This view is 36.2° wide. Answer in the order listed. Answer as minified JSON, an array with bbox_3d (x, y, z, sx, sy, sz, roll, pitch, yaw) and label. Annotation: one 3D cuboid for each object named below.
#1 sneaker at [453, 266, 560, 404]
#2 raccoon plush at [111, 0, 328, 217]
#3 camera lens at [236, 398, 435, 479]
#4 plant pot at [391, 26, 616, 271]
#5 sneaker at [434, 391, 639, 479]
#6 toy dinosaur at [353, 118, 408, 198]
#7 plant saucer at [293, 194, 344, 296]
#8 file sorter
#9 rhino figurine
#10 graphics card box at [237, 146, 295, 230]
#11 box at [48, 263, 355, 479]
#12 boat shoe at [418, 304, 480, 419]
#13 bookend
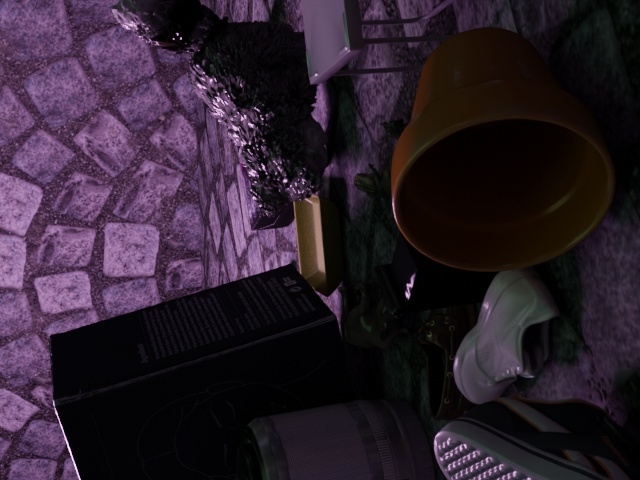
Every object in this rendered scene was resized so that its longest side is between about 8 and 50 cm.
[{"bbox_3d":[0.215,0.130,1.108,0.094,0.080,0.212,53,148,39],"label":"sneaker"},{"bbox_3d":[-0.171,-0.221,1.713,0.216,0.447,0.299,143,133,-57],"label":"raccoon plush"},{"bbox_3d":[0.016,0.369,1.530,0.219,0.274,0.219,173,90,-74],"label":"camera lens"},{"bbox_3d":[0.170,-0.105,0.969,0.205,0.205,0.188,100,173,-46],"label":"plant pot"},{"bbox_3d":[0.264,0.234,0.908,0.321,0.127,0.126,30,136,40],"label":"sneaker"},{"bbox_3d":[0.115,-0.108,1.377,0.268,0.064,0.118,-160,57,-70],"label":"toy dinosaur"},{"bbox_3d":[0.000,0.000,1.850,0.188,0.045,0.188,-160,64,-73],"label":"plant saucer"},{"bbox_3d":[0.073,-0.352,1.197,0.193,0.173,0.277,170,93,-75],"label":"file sorter"},{"bbox_3d":[0.088,0.118,1.541,0.243,0.073,0.106,161,105,-73],"label":"rhino figurine"},{"bbox_3d":[-0.118,-0.226,2.082,0.233,0.094,0.370,135,125,-70],"label":"graphics card box"},{"bbox_3d":[-0.185,0.358,1.750,0.297,0.472,0.479,-136,32,-65],"label":"box"},{"bbox_3d":[0.164,0.131,1.279,0.073,0.073,0.206,144,119,-73],"label":"boat shoe"},{"bbox_3d":[0.155,-0.001,1.093,0.156,0.157,0.072,99,157,-47],"label":"bookend"}]
